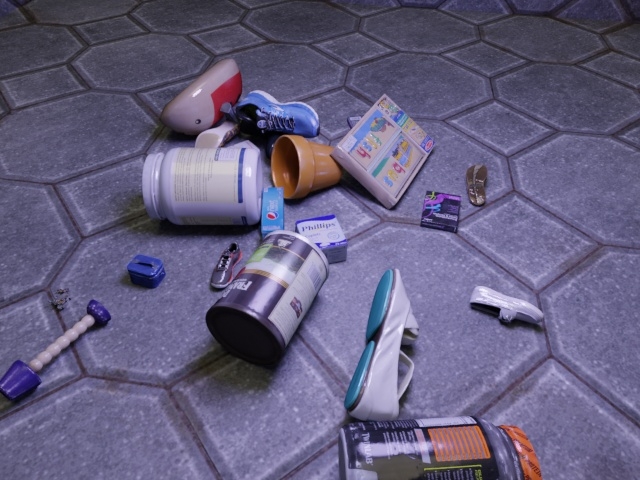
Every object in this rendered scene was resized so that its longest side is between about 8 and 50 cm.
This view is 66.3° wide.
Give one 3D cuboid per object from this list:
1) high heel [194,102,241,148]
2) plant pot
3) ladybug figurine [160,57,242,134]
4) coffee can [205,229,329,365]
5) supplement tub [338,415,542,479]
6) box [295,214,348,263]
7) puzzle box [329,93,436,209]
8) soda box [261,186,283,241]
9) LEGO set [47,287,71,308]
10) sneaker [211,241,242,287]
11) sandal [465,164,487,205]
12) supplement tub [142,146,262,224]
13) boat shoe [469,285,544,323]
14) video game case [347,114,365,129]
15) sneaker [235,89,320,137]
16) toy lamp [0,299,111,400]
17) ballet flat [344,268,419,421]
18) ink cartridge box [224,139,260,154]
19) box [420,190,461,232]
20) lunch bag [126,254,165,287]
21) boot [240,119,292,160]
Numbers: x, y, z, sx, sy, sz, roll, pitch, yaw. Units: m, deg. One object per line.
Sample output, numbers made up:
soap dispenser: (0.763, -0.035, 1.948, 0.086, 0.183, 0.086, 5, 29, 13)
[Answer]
high heel: (-0.375, -0.364, 1.831, 0.093, 0.186, 0.261, 27, 83, 10)
plant pot: (-0.036, -0.245, 1.623, 0.188, 0.205, 0.205, -8, 42, -31)
ladybug figurine: (-0.435, -0.548, 1.893, 0.305, 0.162, 0.449, -20, 30, 39)
coffee can: (-0.122, 0.136, 1.205, 0.201, 0.201, 0.275, 17, 46, 16)
supplement tub: (0.207, 0.435, 0.898, 0.338, 0.207, 0.207, -2, 44, -3)
box: (0.000, 0.000, 1.442, 0.126, 0.072, 0.137, -11, 45, -13)
puzzle box: (0.230, -0.319, 1.698, 0.272, 0.052, 0.409, 42, 49, -7)
soda box: (-0.146, -0.075, 1.516, 0.067, 0.071, 0.210, -1, 44, -2)
LEGO set: (-0.687, 0.160, 1.301, 0.054, 0.023, 0.083, 5, 31, 0)
sneaker: (-0.269, 0.063, 1.375, 0.061, 0.065, 0.158, 9, 44, 8)
sandal: (0.531, -0.185, 1.670, 0.072, 0.049, 0.180, 4, 58, 11)
supplement tub: (-0.346, -0.164, 1.486, 0.324, 0.235, 0.235, 0, 44, -1)
boat shoe: (0.480, 0.179, 1.276, 0.184, 0.066, 0.063, 25, 63, 20)
video game case: (0.232, -0.415, 1.913, 0.196, 0.026, 0.274, -8, 46, -9)
sneaker: (-0.153, -0.418, 1.713, 0.330, 0.130, 0.147, 21, 44, 20)
toy lamp: (-0.625, 0.257, 1.159, 0.080, 0.080, 0.275, 24, 48, 22)
ballet flat: (0.165, 0.249, 1.166, 0.139, 0.139, 0.400, 12, 49, 11)
ink cartridge box: (-0.290, -0.305, 1.767, 0.122, 0.052, 0.088, -27, 51, -25)
box: (0.389, -0.096, 1.581, 0.116, 0.029, 0.162, 11, 46, 10)
lunch bag: (-0.478, 0.083, 1.350, 0.098, 0.065, 0.067, 11, 45, 11)
boot: (-0.210, -0.387, 1.820, 0.207, 0.094, 0.246, 18, 39, 12)
